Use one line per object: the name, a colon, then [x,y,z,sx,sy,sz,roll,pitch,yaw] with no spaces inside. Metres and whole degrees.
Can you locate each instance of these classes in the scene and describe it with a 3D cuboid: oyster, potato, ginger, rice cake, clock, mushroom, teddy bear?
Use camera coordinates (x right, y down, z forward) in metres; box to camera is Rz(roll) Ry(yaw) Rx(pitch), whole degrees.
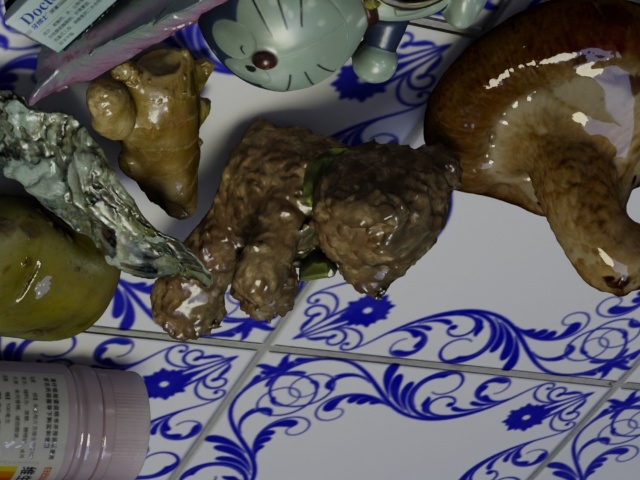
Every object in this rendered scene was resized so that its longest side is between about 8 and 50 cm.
oyster: [-0.206,-0.044,1.679,0.087,0.199,0.252,-51,141,-1]
potato: [-0.286,0.026,1.758,0.154,0.137,0.200,7,178,42]
ginger: [-0.147,-0.111,1.699,0.081,0.115,0.205,13,156,21]
rice cake: [-0.151,-0.177,1.533,0.051,0.081,0.290,39,144,-24]
clock: [0.013,-0.217,1.564,0.243,0.146,0.199,-19,127,-2]
mushroom: [0.250,-0.115,1.753,0.267,0.254,0.267,-17,125,-27]
teddy bear: [-0.002,0.009,1.782,0.246,0.222,0.296,-19,140,-46]

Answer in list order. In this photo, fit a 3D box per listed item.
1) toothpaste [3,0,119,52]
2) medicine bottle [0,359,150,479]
toothpaste: [-0.128,-0.286,1.477,0.336,0.081,0.067,-37,137,25]
medicine bottle: [-0.318,0.193,1.971,0.250,0.133,0.133,4,138,-27]
